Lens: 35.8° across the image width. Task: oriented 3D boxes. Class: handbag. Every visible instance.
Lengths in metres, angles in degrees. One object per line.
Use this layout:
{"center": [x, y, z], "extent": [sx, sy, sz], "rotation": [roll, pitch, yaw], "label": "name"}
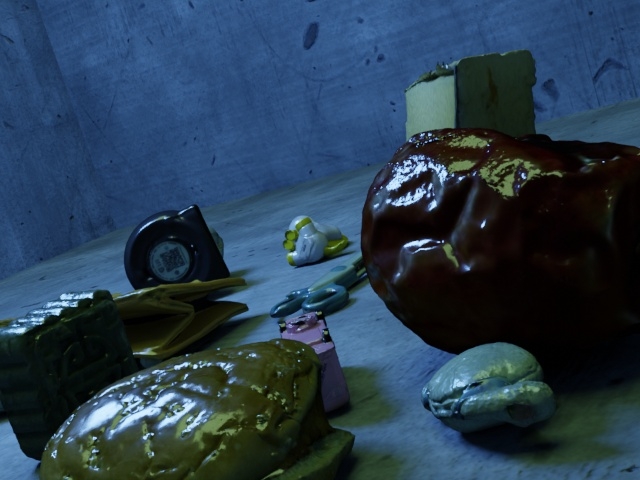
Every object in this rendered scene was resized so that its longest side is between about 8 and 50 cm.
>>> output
{"center": [-0.344, 0.145, 1.689], "extent": [0.401, 0.133, 0.283], "rotation": [-12, 5, 29], "label": "handbag"}

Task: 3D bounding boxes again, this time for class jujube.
{"center": [0.202, 0.000, 1.072], "extent": [0.277, 0.276, 0.377], "rotation": [-24, 11, -33], "label": "jujube"}

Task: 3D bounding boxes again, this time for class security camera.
{"center": [-0.300, 0.035, 2.094], "extent": [0.191, 0.197, 0.277], "rotation": [-27, 2, 1], "label": "security camera"}

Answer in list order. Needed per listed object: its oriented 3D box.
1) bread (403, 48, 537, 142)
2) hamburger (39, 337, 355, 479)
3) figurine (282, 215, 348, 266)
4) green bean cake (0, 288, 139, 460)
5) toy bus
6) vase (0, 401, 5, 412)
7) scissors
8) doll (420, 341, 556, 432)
{"center": [0.178, -0.116, 1.593], "extent": [0.242, 0.345, 0.405], "rotation": [-19, 14, -37], "label": "bread"}
{"center": [-0.119, 0.188, 0.949], "extent": [0.285, 0.134, 0.265], "rotation": [-17, 7, 20], "label": "hamburger"}
{"center": [-0.007, -0.002, 2.083], "extent": [0.130, 0.109, 0.178], "rotation": [10, 11, 4], "label": "figurine"}
{"center": [-0.326, 0.172, 1.286], "extent": [0.094, 0.183, 0.185], "rotation": [-8, 13, 34], "label": "green bean cake"}
{"center": [-0.010, 0.140, 1.169], "extent": [0.063, 0.090, 0.203], "rotation": [-18, 10, -3], "label": "toy bus"}
{"center": [-0.557, 0.231, 1.594], "extent": [0.248, 0.128, 0.128], "rotation": [-5, 13, 18], "label": "vase"}
{"center": [0.029, 0.068, 1.685], "extent": [0.138, 0.041, 0.289], "rotation": [-10, 16, 36], "label": "scissors"}
{"center": [0.152, 0.137, 0.927], "extent": [0.104, 0.071, 0.214], "rotation": [-18, 4, -12], "label": "doll"}
